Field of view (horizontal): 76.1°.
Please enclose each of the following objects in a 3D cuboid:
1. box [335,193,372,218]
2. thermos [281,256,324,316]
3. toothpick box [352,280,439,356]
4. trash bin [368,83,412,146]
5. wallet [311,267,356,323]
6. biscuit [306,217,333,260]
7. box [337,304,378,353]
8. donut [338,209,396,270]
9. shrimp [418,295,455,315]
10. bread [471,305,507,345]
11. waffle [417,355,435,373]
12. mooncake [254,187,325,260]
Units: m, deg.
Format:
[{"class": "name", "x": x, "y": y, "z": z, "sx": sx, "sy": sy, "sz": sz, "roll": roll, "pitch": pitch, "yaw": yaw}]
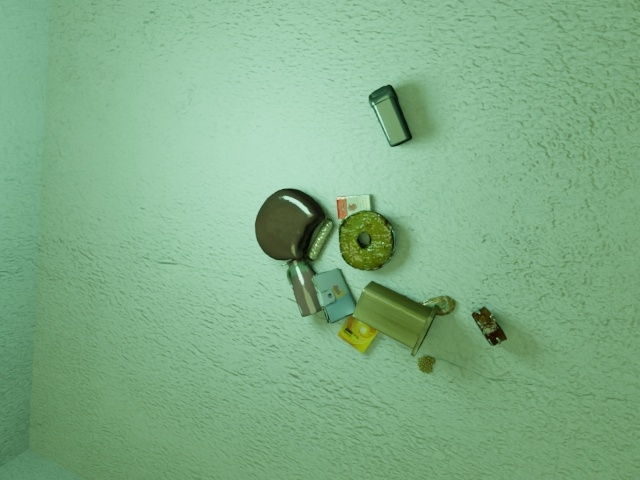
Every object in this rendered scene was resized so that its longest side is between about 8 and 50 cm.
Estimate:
[{"class": "box", "x": 0.149, "y": -0.151, "z": 1.814, "sx": 0.152, "sy": 0.048, "sz": 0.100, "roll": -3, "pitch": 97, "yaw": 17}, {"class": "thermos", "x": -0.077, "y": 0.210, "z": 1.912, "sx": 0.176, "sy": 0.146, "sz": 0.265, "roll": -27, "pitch": 85, "yaw": 45}, {"class": "toothpick box", "x": 0.313, "y": 0.313, "z": 1.731, "sx": 0.308, "sy": 0.190, "sz": 0.188, "roll": 25, "pitch": 109, "yaw": 18}, {"class": "trash bin", "x": 0.282, "y": -0.500, "z": 1.641, "sx": 0.101, "sy": 0.176, "sz": 0.236, "roll": -23, "pitch": 96, "yaw": 20}, {"class": "wallet", "x": 0.058, "y": 0.248, "z": 1.851, "sx": 0.069, "sy": 0.170, "sz": 0.231, "roll": -37, "pitch": 73, "yaw": 58}, {"class": "biscuit", "x": 0.000, "y": 0.000, "z": 1.883, "sx": 0.055, "sy": 0.061, "sz": 0.219, "roll": 19, "pitch": 108, "yaw": -24}, {"class": "box", "x": 0.207, "y": 0.375, "z": 1.890, "sx": 0.152, "sy": 0.043, "sz": 0.269, "roll": 33, "pitch": 107, "yaw": 12}, {"class": "donut", "x": 0.200, "y": -0.011, "z": 1.775, "sx": 0.272, "sy": 0.107, "sz": 0.272, "roll": 4, "pitch": 112, "yaw": 11}, {"class": "shrimp", "x": 0.492, "y": 0.287, "z": 1.778, "sx": 0.184, "sy": 0.043, "sz": 0.091, "roll": -7, "pitch": 101, "yaw": 19}, {"class": "bread", "x": 0.684, "y": 0.352, "z": 1.663, "sx": 0.073, "sy": 0.160, "sz": 0.160, "roll": -34, "pitch": 88, "yaw": 8}, {"class": "waffle", "x": 0.478, "y": 0.561, "z": 1.846, "sx": 0.078, "sy": 0.016, "sz": 0.085, "roll": 5, "pitch": 101, "yaw": 22}, {"class": "mooncake", "x": -0.131, "y": -0.075, "z": 1.850, "sx": 0.333, "sy": 0.174, "sz": 0.326, "roll": -4, "pitch": 96, "yaw": 21}]
